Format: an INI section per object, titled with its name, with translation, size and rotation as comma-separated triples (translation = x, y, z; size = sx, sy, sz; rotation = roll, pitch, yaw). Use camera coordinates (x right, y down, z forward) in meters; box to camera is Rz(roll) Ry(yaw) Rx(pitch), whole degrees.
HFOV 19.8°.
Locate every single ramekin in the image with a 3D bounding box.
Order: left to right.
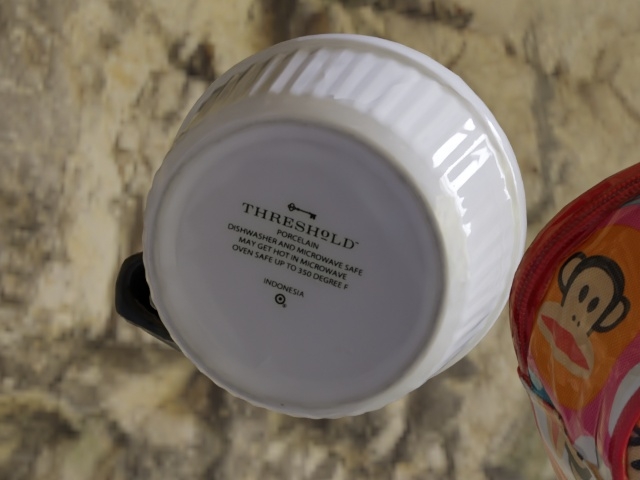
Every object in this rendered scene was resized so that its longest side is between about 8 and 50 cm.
[ramekin]
translation = 0.000, 0.000, 1.271
size = 0.272, 0.127, 0.273
rotation = 5, -70, 16

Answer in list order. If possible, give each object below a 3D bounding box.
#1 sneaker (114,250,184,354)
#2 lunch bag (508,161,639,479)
[sneaker]
translation = -0.046, 0.044, 1.722
size = 0.202, 0.185, 0.482
rotation = 13, -19, -30
[lunch bag]
translation = 0.222, 0.073, 0.675
size = 0.258, 0.120, 0.293
rotation = -26, -54, -5
